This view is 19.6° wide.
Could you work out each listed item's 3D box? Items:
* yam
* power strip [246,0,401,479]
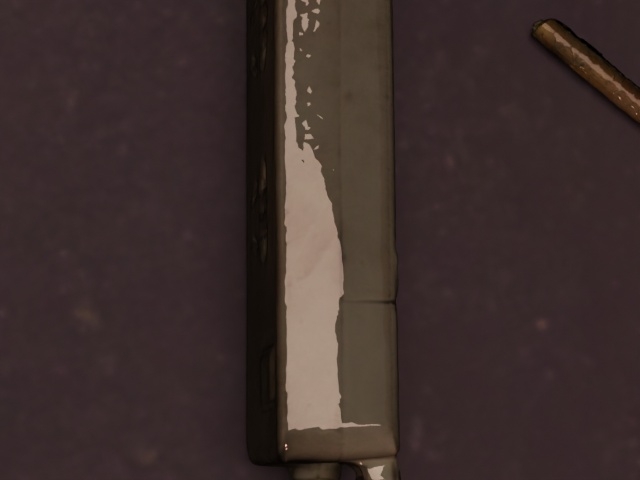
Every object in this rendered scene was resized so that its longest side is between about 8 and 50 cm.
[{"bbox_3d":[0.137,-0.064,0.824,0.107,0.014,0.014,39,78,-1],"label":"yam"},{"bbox_3d":[0.000,0.000,0.755,0.053,0.093,0.288,2,81,-11],"label":"power strip"}]
